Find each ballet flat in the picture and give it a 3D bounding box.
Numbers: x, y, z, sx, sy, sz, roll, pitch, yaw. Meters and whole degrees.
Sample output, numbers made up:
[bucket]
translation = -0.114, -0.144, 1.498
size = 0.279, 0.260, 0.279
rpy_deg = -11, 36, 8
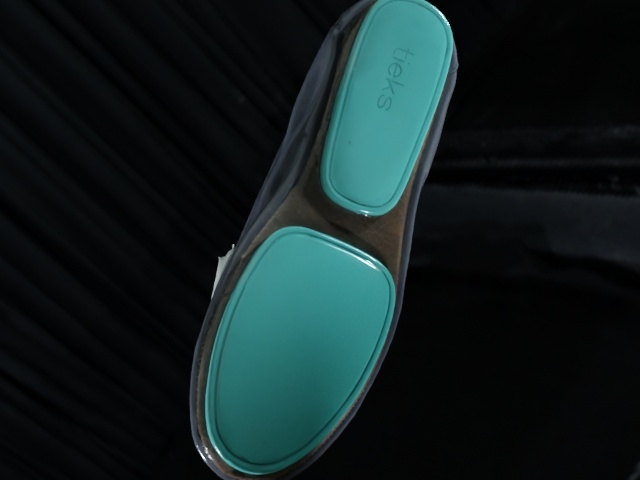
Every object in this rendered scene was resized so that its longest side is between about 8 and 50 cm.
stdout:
[ballet flat]
translation = 0.000, 0.000, 0.518
size = 0.074, 0.074, 0.203
rpy_deg = -2, -119, 50
